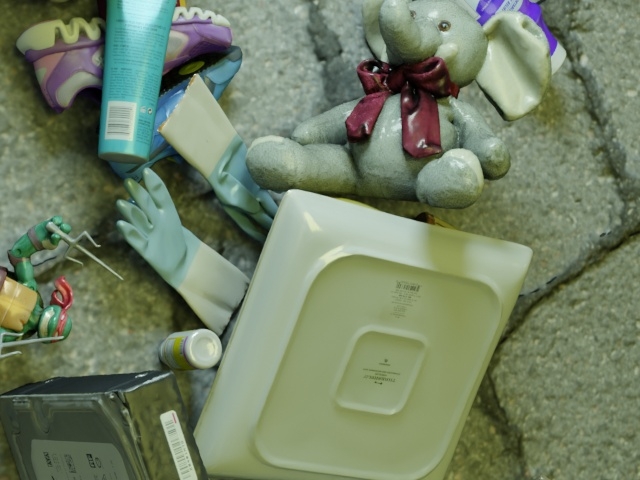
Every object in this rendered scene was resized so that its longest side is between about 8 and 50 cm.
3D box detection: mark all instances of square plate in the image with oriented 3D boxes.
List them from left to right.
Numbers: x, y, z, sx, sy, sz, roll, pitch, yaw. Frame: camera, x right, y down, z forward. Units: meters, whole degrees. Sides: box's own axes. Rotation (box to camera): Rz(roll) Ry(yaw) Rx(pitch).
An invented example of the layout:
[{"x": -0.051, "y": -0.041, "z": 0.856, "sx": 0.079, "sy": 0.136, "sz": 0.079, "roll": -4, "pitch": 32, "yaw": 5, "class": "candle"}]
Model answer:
[{"x": 0.055, "y": 0.139, "z": 1.685, "sx": 0.347, "sy": 0.049, "sz": 0.344, "roll": 13, "pitch": 106, "yaw": -31, "class": "square plate"}]

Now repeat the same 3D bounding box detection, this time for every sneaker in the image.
[{"x": -0.205, "y": -0.191, "z": 1.624, "sx": 0.236, "sy": 0.095, "sz": 0.104, "roll": -11, "pitch": 86, "yaw": -23, "class": "sneaker"}, {"x": -0.158, "y": -0.141, "z": 1.675, "sx": 0.209, "sy": 0.069, "sz": 0.082, "roll": -43, "pitch": 121, "yaw": -29, "class": "sneaker"}]

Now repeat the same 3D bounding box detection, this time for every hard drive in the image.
[{"x": -0.199, "y": 0.246, "z": 1.433, "sx": 0.064, "sy": 0.339, "sz": 0.237, "roll": -20, "pitch": 95, "yaw": -30, "class": "hard drive"}]

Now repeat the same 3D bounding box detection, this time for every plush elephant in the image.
[{"x": 0.112, "y": -0.173, "z": 1.730, "sx": 0.330, "sy": 0.272, "sz": 0.255, "roll": -2, "pitch": 98, "yaw": -62, "class": "plush elephant"}]

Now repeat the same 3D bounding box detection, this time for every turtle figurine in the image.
[{"x": -0.329, "y": 0.057, "z": 1.509, "sx": 0.234, "sy": 0.118, "sz": 0.175, "roll": 20, "pitch": 58, "yaw": -12, "class": "turtle figurine"}]

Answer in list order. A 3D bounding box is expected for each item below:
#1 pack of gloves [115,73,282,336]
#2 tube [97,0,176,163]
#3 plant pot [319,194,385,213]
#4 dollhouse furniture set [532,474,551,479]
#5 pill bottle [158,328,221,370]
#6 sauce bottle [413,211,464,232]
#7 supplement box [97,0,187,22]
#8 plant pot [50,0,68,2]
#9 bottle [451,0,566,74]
[{"x": -0.139, "y": -0.037, "z": 1.666, "sx": 0.232, "sy": 0.046, "sz": 0.195, "roll": 52, "pitch": 57, "yaw": -42, "class": "pack of gloves"}, {"x": -0.194, "y": -0.185, "z": 1.559, "sx": 0.080, "sy": 0.052, "sz": 0.207, "roll": 9, "pitch": 81, "yaw": -21, "class": "tube"}, {"x": 0.000, "y": 0.000, "z": 1.723, "sx": 0.095, "sy": 0.134, "sz": 0.134, "roll": 33, "pitch": 64, "yaw": 8, "class": "plant pot"}, {"x": 0.286, "y": 0.451, "z": 1.853, "sx": 0.242, "sy": 0.161, "sz": 0.212, "roll": 35, "pitch": 65, "yaw": 0, "class": "dollhouse furniture set"}, {"x": -0.144, "y": 0.120, "z": 1.632, "sx": 0.043, "sy": 0.083, "sz": 0.043, "roll": 4, "pitch": 82, "yaw": -31, "class": "pill bottle"}, {"x": 0.169, "y": 0.008, "z": 1.866, "sx": 0.128, "sy": 0.042, "sz": 0.042, "roll": 30, "pitch": 69, "yaw": -25, "class": "sauce bottle"}, {"x": -0.199, "y": -0.265, "z": 1.666, "sx": 0.083, "sy": 0.055, "sz": 0.043, "roll": -7, "pitch": 88, "yaw": -31, "class": "supplement box"}, {"x": -0.275, "y": -0.434, "z": 1.552, "sx": 0.274, "sy": 0.256, "sz": 0.256, "roll": 48, "pitch": 61, "yaw": 0, "class": "plant pot"}, {"x": 0.197, "y": -0.312, "z": 1.894, "sx": 0.283, "sy": 0.092, "sz": 0.118, "roll": 43, "pitch": 63, "yaw": -20, "class": "bottle"}]
